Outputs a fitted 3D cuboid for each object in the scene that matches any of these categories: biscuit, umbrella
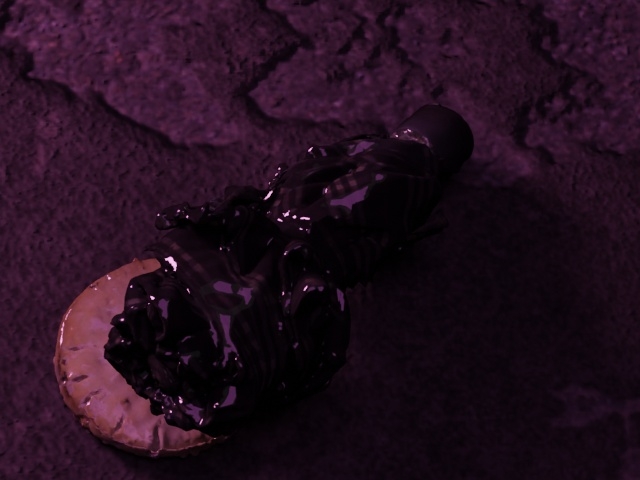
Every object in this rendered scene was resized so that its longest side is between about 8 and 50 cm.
[{"bbox_3d":[-0.108,0.078,1.205,0.152,0.020,0.152,4,62,-8],"label":"biscuit"},{"bbox_3d":[0.008,0.008,1.194,0.336,0.128,0.154,-28,68,-33],"label":"umbrella"}]
